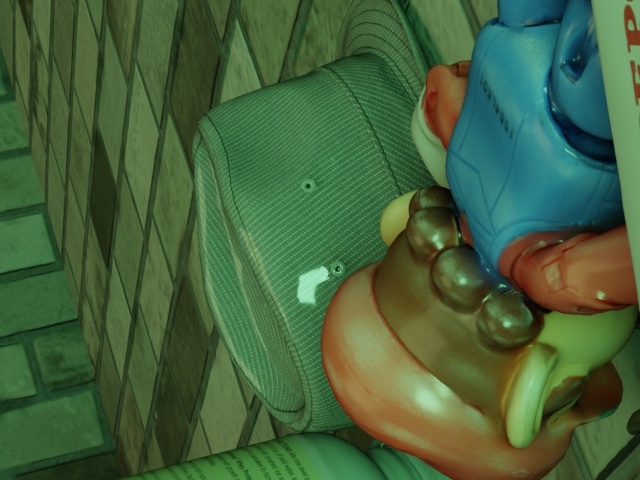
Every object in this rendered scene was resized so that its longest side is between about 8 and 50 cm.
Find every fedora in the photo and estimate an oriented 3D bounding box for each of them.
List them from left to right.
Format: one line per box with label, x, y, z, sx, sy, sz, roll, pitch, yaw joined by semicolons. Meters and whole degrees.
fedora;0.000;0.000;1.010;0.244;0.124;0.275;135;120;-72

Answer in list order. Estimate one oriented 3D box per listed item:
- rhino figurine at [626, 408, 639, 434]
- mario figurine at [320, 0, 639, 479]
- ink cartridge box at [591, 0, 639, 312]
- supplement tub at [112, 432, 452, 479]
rhino figurine;0.171;0.124;0.555;0.243;0.073;0.106;42;143;48
mario figurine;0.111;-0.032;0.678;0.198;0.170;0.320;-66;-6;-48
ink cartridge box;0.174;-0.016;0.395;0.273;0.115;0.198;-158;56;-71
supplement tub;-0.061;0.248;1.049;0.235;0.325;0.235;167;90;-75
